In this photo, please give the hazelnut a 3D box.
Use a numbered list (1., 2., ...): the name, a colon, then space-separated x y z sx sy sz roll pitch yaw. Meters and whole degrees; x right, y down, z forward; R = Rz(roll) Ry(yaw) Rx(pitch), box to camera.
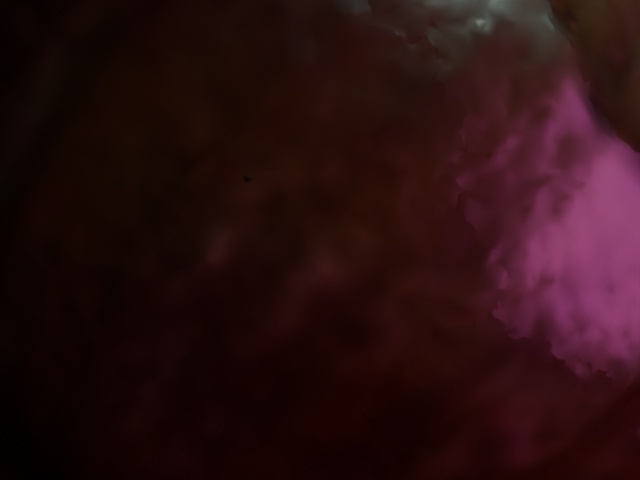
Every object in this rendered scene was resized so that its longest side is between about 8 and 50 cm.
1. hazelnut: 0.000 0.000 0.790 0.421 0.353 0.421 -18 128 -25
